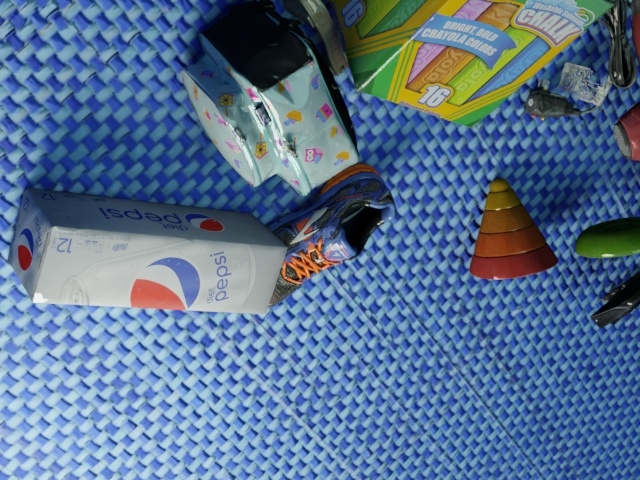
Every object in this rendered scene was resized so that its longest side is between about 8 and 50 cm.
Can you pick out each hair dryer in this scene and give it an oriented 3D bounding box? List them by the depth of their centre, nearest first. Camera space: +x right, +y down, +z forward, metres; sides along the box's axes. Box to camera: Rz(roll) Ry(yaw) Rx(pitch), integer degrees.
[{"bbox_3d":[0.427,-0.209,1.488,0.293,0.080,0.224,19,109,-9],"label":"hair dryer"}]

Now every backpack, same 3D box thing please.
[{"bbox_3d":[-0.049,-0.137,1.243,0.144,0.166,0.188,-41,127,-4],"label":"backpack"}]

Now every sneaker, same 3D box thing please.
[{"bbox_3d":[0.000,0.000,1.405,0.221,0.087,0.083,-45,130,-3],"label":"sneaker"}]

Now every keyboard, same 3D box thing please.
[{"bbox_3d":[0.517,0.027,1.715,0.317,0.201,0.033,-36,86,-16],"label":"keyboard"}]

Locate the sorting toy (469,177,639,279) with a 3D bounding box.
[{"bbox_3d":[0.368,-0.045,1.556,0.365,0.127,0.126,-11,100,3],"label":"sorting toy"}]

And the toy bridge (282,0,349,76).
[{"bbox_3d":[-0.015,-0.250,1.266,0.026,0.063,0.188,-40,131,-7],"label":"toy bridge"}]

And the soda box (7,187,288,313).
[{"bbox_3d":[-0.185,0.015,1.290,0.286,0.098,0.091,6,113,-35],"label":"soda box"}]

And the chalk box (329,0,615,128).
[{"bbox_3d":[0.167,-0.284,1.211,0.179,0.180,0.289,12,139,-37],"label":"chalk box"}]
